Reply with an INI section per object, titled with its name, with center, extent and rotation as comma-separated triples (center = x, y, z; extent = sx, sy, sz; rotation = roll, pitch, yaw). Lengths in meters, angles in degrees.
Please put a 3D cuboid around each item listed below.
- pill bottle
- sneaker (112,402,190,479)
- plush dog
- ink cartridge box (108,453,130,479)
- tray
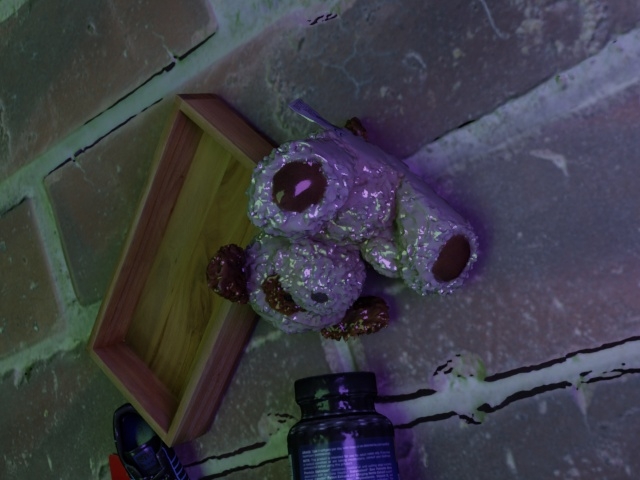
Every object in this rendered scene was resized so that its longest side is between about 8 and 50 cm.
[pill bottle]
center = 0.027, 0.261, 1.161
extent = 0.122, 0.122, 0.219
rotation = -17, 73, 41
[sneaker]
center = -0.218, 0.324, 1.404
extent = 0.081, 0.090, 0.232
rotation = -30, 71, -5
[plush dog]
center = 0.000, 0.000, 1.115
extent = 0.225, 0.262, 0.211
rotation = -57, 28, 21
[ink cartridge box]
center = -0.284, 0.436, 1.503
extent = 0.134, 0.078, 0.231
rotation = 3, 99, 41
[tray]
center = -0.163, 0.042, 1.336
extent = 0.203, 0.076, 0.411
rotation = 42, 123, 28
